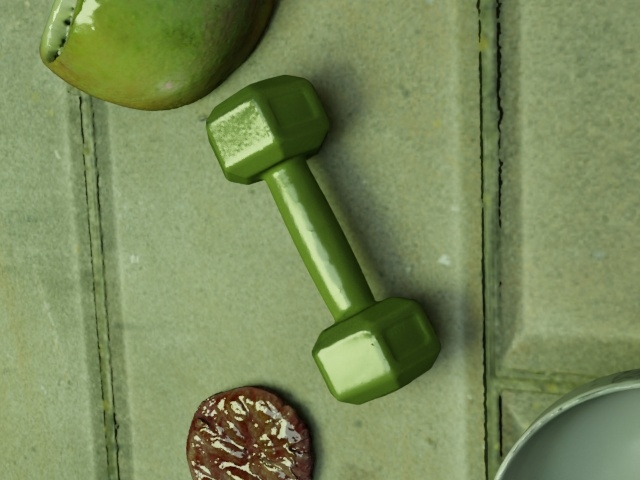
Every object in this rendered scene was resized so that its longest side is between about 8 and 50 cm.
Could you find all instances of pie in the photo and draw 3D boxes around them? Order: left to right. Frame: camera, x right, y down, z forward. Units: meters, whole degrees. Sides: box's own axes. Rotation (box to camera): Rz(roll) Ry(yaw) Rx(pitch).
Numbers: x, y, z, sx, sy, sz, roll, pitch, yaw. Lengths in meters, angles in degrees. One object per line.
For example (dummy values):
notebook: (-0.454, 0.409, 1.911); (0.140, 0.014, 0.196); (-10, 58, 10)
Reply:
pie: (-0.075, 0.221, 0.926); (0.154, 0.036, 0.154); (4, 99, 24)

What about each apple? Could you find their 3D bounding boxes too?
apple: (-0.131, -0.224, 0.802); (0.193, 0.120, 0.265); (19, 115, -23)

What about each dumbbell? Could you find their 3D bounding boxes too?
dumbbell: (0.000, 0.000, 0.815); (0.108, 0.121, 0.302); (-32, 84, 55)

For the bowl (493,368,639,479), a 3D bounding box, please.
bowl: (0.284, 0.228, 0.700); (0.287, 0.144, 0.287); (4, 100, 24)
